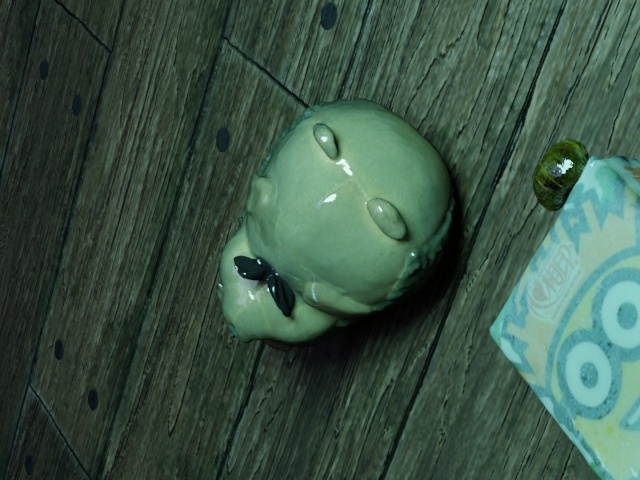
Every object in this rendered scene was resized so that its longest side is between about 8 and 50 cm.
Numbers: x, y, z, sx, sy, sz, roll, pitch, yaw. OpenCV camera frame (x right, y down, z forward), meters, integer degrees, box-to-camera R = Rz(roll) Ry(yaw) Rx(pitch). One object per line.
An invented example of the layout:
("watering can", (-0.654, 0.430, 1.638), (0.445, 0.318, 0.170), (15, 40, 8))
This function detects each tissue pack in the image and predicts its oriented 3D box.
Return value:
("tissue pack", (0.310, 0.101, 1.224), (0.311, 0.128, 0.228), (57, 132, 40))

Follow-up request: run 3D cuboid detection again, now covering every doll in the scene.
("doll", (0.000, 0.000, 1.563), (0.349, 0.247, 0.247), (-48, 52, 52))

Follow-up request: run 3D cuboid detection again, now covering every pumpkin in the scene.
("pumpkin", (0.242, -0.067, 1.404), (0.050, 0.028, 0.083), (53, 134, 38))
